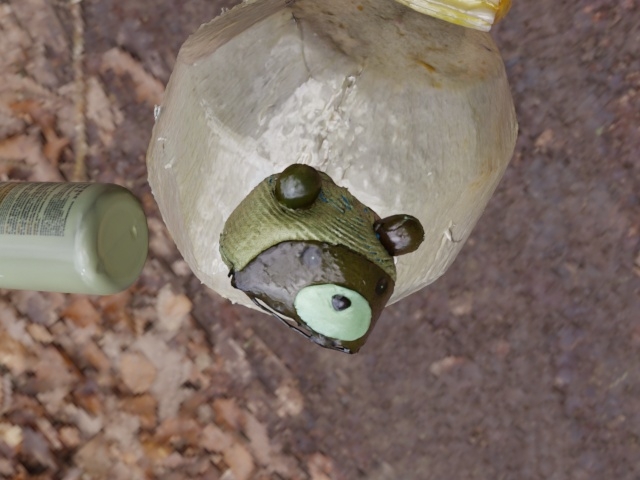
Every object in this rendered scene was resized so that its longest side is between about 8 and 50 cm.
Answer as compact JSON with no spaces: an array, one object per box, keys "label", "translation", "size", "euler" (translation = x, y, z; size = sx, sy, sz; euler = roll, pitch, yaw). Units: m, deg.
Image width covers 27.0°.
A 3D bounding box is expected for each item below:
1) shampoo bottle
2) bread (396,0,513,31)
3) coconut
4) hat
[{"label":"shampoo bottle","translation":[-0.207,-0.003,0.954],"size":[0.162,0.079,0.079],"euler":[2,117,29]},{"label":"bread","translation":[0.129,-0.285,1.165],"size":[0.119,0.288,0.152],"euler":[11,113,1]},{"label":"coconut","translation":[-0.001,-0.083,1.309],"size":[0.346,0.346,0.360],"euler":[36,130,12]},{"label":"hat","translation":[0.000,0.000,0.570],"size":[0.077,0.076,0.059],"euler":[31,108,-7]}]
